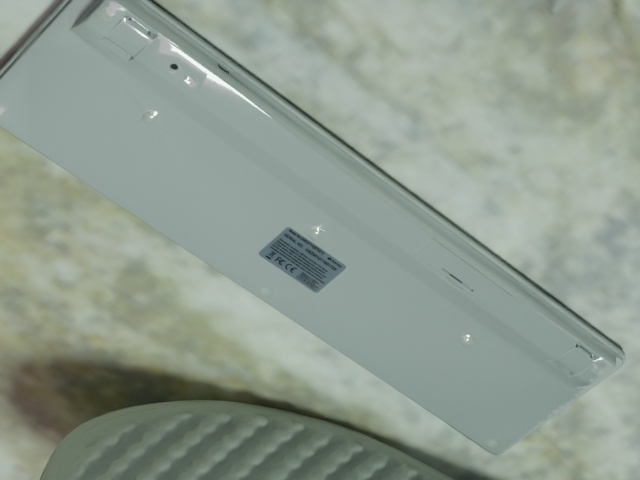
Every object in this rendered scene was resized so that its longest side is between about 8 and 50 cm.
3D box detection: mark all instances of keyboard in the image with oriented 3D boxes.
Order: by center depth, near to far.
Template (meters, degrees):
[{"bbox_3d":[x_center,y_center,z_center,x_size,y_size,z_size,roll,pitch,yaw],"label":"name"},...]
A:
[{"bbox_3d":[0.000,0.000,0.584,0.256,0.014,0.072,35,126,-25],"label":"keyboard"}]

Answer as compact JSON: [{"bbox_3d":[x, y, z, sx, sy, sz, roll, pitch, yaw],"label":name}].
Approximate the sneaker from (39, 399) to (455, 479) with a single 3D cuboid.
[{"bbox_3d":[0.041,0.187,0.654,0.366,0.135,0.150,23,122,-16],"label":"sneaker"}]
